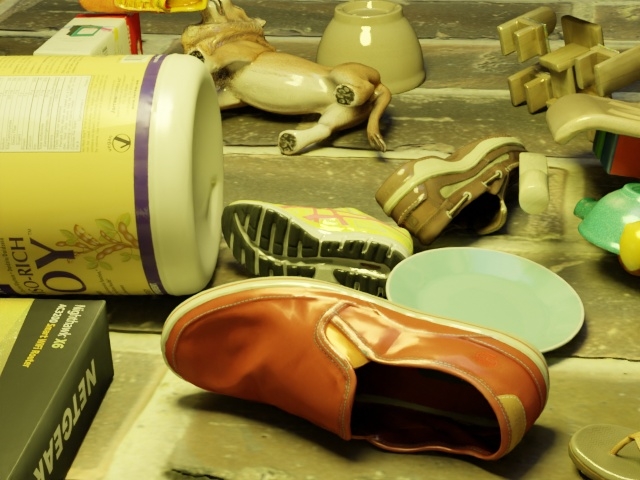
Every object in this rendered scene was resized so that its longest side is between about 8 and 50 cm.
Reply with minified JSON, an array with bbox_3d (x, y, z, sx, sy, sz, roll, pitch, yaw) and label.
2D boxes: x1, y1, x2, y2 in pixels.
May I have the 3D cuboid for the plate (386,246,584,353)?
[{"bbox_3d":[0.154,0.062,1.317,0.188,0.024,0.188,5,29,-3],"label":"plate"}]

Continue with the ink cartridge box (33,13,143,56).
[{"bbox_3d":[-0.302,-0.221,1.867,0.078,0.134,0.231,2,24,9],"label":"ink cartridge box"}]

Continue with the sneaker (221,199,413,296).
[{"bbox_3d":[0.000,0.000,1.432,0.208,0.081,0.094,16,28,13],"label":"sneaker"}]

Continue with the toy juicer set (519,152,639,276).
[{"bbox_3d":[0.307,0.000,1.365,0.329,0.089,0.209,18,20,24],"label":"toy juicer set"}]

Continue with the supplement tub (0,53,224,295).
[{"bbox_3d":[-0.275,-0.065,1.394,0.331,0.241,0.241,0,25,5],"label":"supplement tub"}]

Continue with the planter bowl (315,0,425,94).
[{"bbox_3d":[0.070,-0.283,2.002,0.162,0.109,0.162,-1,24,1],"label":"planter bowl"}]

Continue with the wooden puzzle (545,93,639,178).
[{"bbox_3d":[0.420,-0.094,1.506,0.348,0.080,0.322,7,10,6],"label":"wooden puzzle"}]

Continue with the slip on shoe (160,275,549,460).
[{"bbox_3d":[0.019,0.109,1.148,0.331,0.123,0.101,10,31,15],"label":"slip on shoe"}]

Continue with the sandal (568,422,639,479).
[{"bbox_3d":[0.274,0.171,1.060,0.180,0.049,0.072,20,33,39],"label":"sandal"}]

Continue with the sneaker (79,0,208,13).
[{"bbox_3d":[-0.236,-0.333,1.869,0.175,0.064,0.067,-7,28,-11],"label":"sneaker"}]

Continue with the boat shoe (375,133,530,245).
[{"bbox_3d":[0.164,-0.045,1.527,0.257,0.095,0.095,-20,65,-47],"label":"boat shoe"}]

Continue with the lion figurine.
[{"bbox_3d":[-0.039,-0.210,1.859,0.392,0.142,0.240,25,26,21],"label":"lion figurine"}]

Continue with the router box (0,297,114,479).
[{"bbox_3d":[-0.323,0.148,1.124,0.243,0.081,0.309,1,25,6],"label":"router box"}]

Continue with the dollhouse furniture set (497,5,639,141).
[{"bbox_3d":[0.352,-0.272,1.784,0.161,0.242,0.212,-26,31,-19],"label":"dollhouse furniture set"}]
